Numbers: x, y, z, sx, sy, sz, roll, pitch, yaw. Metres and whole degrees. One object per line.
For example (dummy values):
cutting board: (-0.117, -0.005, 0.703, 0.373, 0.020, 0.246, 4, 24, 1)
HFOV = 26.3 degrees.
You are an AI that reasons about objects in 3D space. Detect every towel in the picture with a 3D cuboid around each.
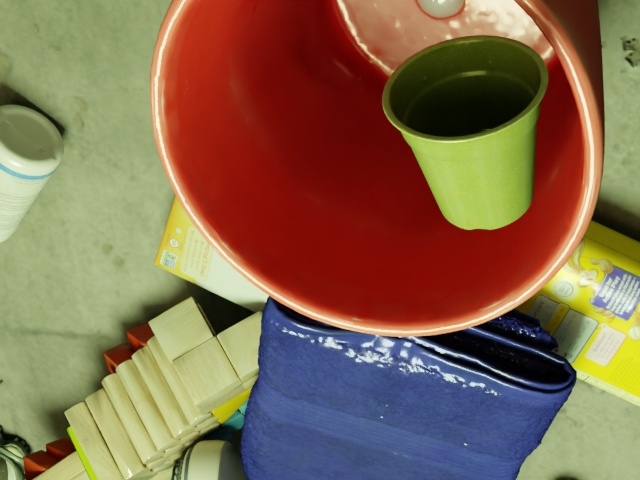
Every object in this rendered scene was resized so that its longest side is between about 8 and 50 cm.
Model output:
towel: (0.056, 0.134, 1.086, 0.227, 0.076, 0.308, 17, 146, 2)

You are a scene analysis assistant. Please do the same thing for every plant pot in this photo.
plant pot: (0.080, -0.049, 0.706, 0.083, 0.083, 0.079, 1, 135, 20)
plant pot: (0.058, -0.118, 0.864, 0.274, 0.243, 0.275, 9, 125, 14)

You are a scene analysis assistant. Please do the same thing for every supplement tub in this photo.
supplement tub: (-0.264, -0.055, 1.137, 0.071, 0.071, 0.107, 37, 126, -6)

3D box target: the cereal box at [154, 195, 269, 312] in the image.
cereal box: (0.000, 0.000, 1.089, 0.240, 0.047, 0.173, 25, 129, 3)

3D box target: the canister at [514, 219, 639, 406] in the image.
canister: (0.208, 0.050, 1.031, 0.169, 0.073, 0.126, 25, 128, 1)

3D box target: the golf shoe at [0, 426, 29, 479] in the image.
golf shoe: (-0.390, 0.208, 1.351, 0.198, 0.094, 0.077, 19, 128, 10)

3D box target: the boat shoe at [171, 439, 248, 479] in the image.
boat shoe: (-0.143, 0.304, 1.262, 0.158, 0.127, 0.341, 0, 135, 5)

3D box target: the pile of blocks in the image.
pile of blocks: (-0.153, 0.151, 1.223, 0.362, 0.149, 0.113, -43, 67, 32)
